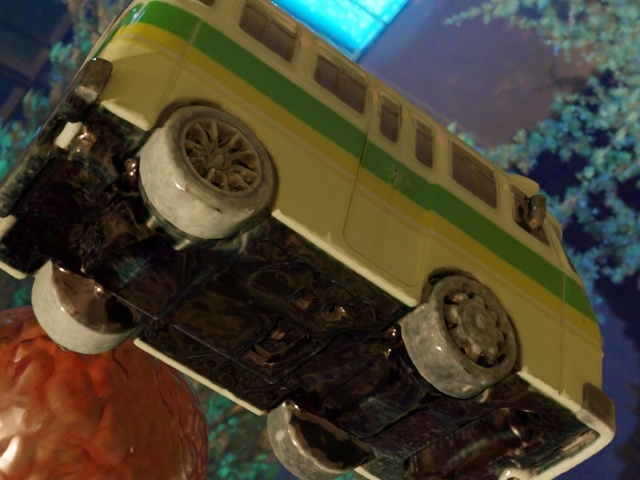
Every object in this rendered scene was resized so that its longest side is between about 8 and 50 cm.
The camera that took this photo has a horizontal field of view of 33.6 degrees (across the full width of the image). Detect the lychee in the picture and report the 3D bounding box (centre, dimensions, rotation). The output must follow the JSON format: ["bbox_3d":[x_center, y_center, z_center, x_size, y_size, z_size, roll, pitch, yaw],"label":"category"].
[{"bbox_3d":[-0.218,0.177,0.903,0.255,0.300,0.255,9,-123,-15],"label":"lychee"}]

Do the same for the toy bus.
[{"bbox_3d":[0.000,0.000,0.497,0.276,0.133,0.165,33,-136,-19],"label":"toy bus"}]
